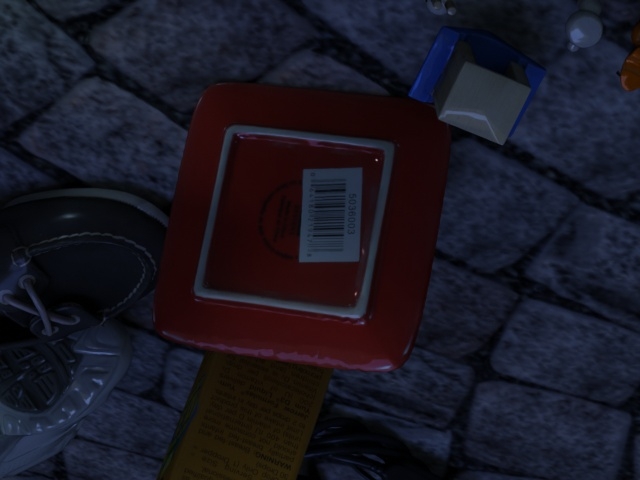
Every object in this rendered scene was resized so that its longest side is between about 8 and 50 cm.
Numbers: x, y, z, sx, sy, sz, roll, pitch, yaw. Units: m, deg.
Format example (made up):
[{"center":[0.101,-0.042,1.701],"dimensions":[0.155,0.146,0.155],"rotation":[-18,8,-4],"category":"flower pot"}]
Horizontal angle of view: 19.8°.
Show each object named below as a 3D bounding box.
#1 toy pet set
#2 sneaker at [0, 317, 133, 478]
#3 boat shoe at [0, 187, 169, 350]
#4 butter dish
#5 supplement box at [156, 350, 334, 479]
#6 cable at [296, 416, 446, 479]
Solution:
[{"center":[0.105,-0.108,0.949],"dimensions":[0.122,0.065,0.114],"rotation":[22,112,-11],"category":"toy pet set"},{"center":[-0.214,0.117,1.406],"dimensions":[0.232,0.090,0.115],"rotation":[-34,165,32],"category":"sneaker"},{"center":[-0.235,0.045,1.281],"dimensions":[0.335,0.095,0.112],"rotation":[-11,138,37],"category":"boat shoe"},{"center":[0.000,0.000,1.084],"dimensions":[0.160,0.160,0.118],"rotation":[7,168,17],"category":"butter dish"},{"center":[-0.043,0.104,1.150],"dimensions":[0.080,0.233,0.078],"rotation":[22,147,-7],"category":"supplement box"},{"center":[0.022,0.189,1.430],"dimensions":[0.184,0.047,0.150],"rotation":[27,151,-18],"category":"cable"}]
